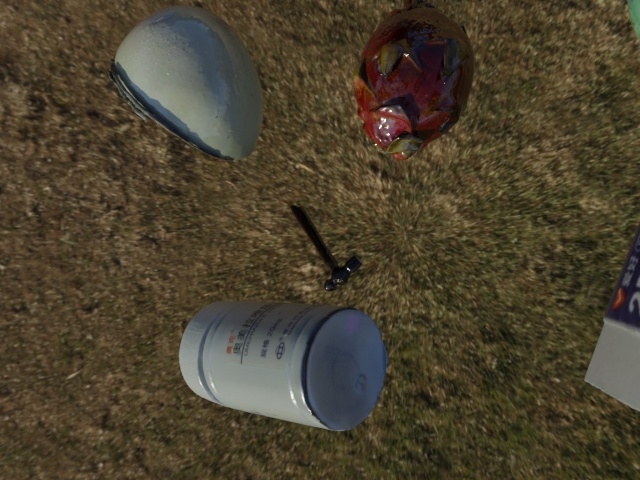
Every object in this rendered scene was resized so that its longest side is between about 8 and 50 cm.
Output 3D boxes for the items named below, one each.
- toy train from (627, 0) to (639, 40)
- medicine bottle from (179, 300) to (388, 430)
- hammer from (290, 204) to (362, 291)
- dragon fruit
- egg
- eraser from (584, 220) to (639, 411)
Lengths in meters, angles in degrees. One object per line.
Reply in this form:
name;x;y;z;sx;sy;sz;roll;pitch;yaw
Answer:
toy train;0.214;-0.090;0.174;0.116;0.285;0.177;15;66;-31
medicine bottle;-0.072;0.197;1.196;0.332;0.190;0.190;-2;90;46
hammer;0.000;0.000;1.062;0.065;0.021;0.178;-38;48;6
dragon fruit;0.097;-0.198;0.751;0.125;0.125;0.246;-11;50;24
egg;-0.183;-0.271;1.185;0.174;0.286;0.264;-43;50;20
eraser;0.275;0.026;0.525;0.068;0.124;0.210;19;92;-6
